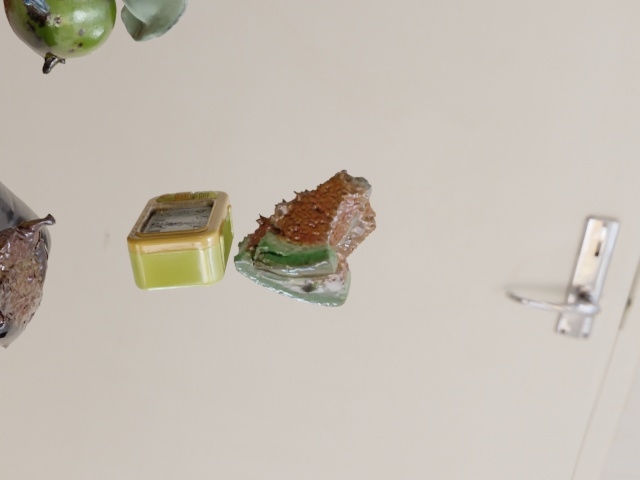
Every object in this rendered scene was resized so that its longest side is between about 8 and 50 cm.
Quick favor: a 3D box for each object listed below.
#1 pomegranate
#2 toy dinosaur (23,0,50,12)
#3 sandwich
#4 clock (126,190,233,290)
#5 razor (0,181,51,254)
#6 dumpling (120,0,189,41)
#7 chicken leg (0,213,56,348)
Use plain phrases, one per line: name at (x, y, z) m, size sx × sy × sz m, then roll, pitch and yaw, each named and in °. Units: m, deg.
pomegranate at (-0.363, -0.347, 1.039) m, size 0.156 × 0.220 × 0.156 m, roll -12°, pitch -150°, yaw 7°
toy dinosaur at (-0.271, -0.362, 0.813) m, size 0.147 × 0.076 × 0.363 m, roll 7°, pitch -123°, yaw -47°
sandwich at (0.000, 0.000, 1.490) m, size 0.250 × 0.301 × 0.162 m, roll 27°, pitch -157°, yaw -16°
clock at (-0.214, -0.006, 1.208) m, size 0.143 × 0.096 × 0.202 m, roll -3°, pitch -156°, yaw 0°
razor at (-0.494, -0.076, 0.983) m, size 0.204 × 0.349 × 0.114 m, roll 16°, pitch -119°, yaw 22°
dumpling at (-0.223, -0.391, 1.144) m, size 0.152 × 0.219 × 0.108 m, roll 36°, pitch -154°, yaw 13°
chicken leg at (-0.345, 0.026, 0.774) m, size 0.083 × 0.177 × 0.322 m, roll 35°, pitch 166°, yaw 12°
